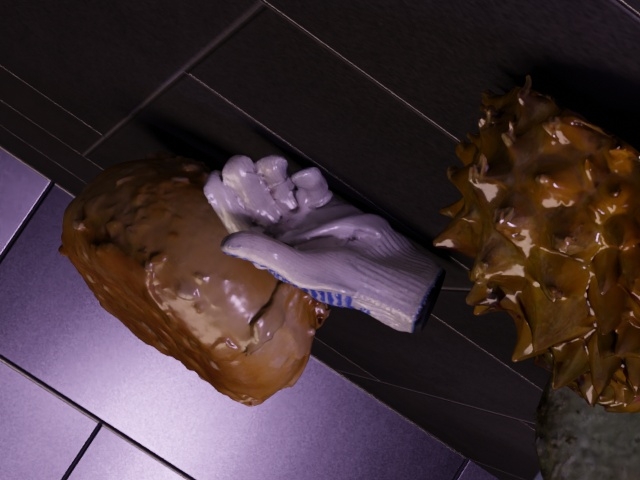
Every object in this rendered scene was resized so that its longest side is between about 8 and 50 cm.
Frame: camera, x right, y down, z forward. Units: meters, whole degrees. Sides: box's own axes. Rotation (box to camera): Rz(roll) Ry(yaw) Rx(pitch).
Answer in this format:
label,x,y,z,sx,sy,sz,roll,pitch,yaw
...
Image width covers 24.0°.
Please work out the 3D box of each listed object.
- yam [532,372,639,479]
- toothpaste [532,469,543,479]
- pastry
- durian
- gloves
label,x,y,z,sx,sy,sz,roll,pitch,yaw
yam,0.290,0.192,1.127,0.168,0.168,0.304,23,165,50
toothpaste,0.196,0.273,1.309,0.081,0.336,0.067,27,165,37
pastry,-0.119,0.024,1.579,0.316,0.184,0.284,27,159,38
durian,0.139,0.024,0.815,0.191,0.112,0.341,37,178,15
gloves,0.000,0.005,1.295,0.229,0.119,0.097,36,135,-4
